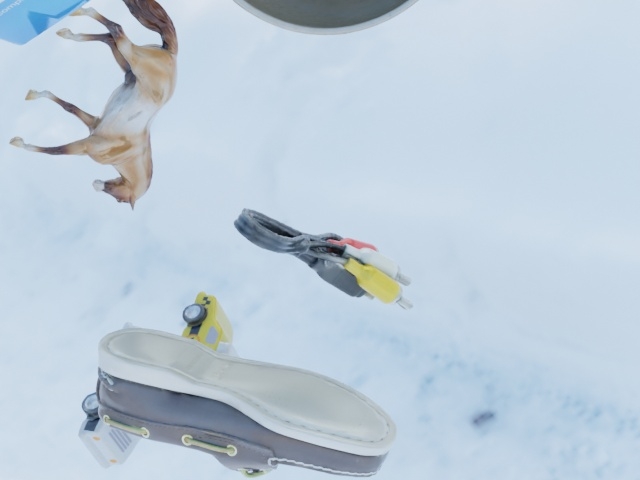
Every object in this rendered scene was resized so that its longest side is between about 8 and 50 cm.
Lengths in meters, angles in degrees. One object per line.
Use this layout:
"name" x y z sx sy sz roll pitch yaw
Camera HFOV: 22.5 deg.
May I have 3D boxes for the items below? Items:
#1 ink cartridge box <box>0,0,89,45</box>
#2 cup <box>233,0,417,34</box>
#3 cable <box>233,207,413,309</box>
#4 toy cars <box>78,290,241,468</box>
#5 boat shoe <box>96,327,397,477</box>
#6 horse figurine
"ink cartridge box" -0.250 -0.263 0.927 0.129 0.223 0.307 -29 -14 17
"cup" 0.028 -0.406 1.876 0.331 0.331 0.237 -32 0 14
"cable" 0.000 0.000 2.047 0.072 0.287 0.139 -46 41 14
"toy cars" -0.199 0.186 2.211 0.087 0.176 0.394 0 10 25
"boat shoe" -0.080 0.181 1.629 0.324 0.096 0.116 15 23 15
"horse figurine" -0.232 -0.167 1.815 0.263 0.174 0.066 -62 20 17
